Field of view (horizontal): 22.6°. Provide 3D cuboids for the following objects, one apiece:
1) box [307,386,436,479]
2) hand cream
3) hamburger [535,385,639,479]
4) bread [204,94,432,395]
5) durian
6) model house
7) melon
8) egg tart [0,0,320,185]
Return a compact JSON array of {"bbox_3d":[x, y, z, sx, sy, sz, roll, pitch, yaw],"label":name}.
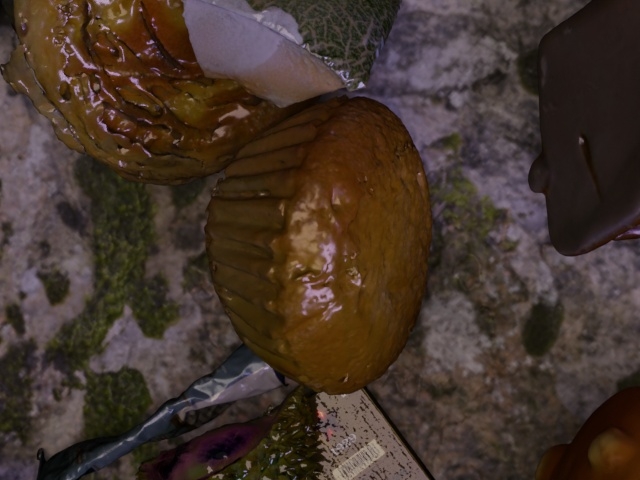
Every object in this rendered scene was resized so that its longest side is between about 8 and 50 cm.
[{"bbox_3d":[0.029,0.185,1.350,0.090,0.023,0.133,-38,89,7],"label":"box"},{"bbox_3d":[-0.136,0.145,1.346,0.248,0.075,0.052,-26,86,6],"label":"hand cream"},{"bbox_3d":[0.254,0.312,1.160,0.278,0.396,0.395,17,97,4],"label":"hamburger"},{"bbox_3d":[0.003,-0.001,1.237,0.139,0.240,0.239,11,96,21],"label":"bread"},{"bbox_3d":[-0.080,0.215,1.310,0.187,0.108,0.119,-26,92,19],"label":"durian"},{"bbox_3d":[0.295,-0.104,1.214,0.229,0.220,0.199,-5,84,-36],"label":"model house"},{"bbox_3d":[-0.004,-0.151,1.221,0.139,0.203,0.093,49,137,39],"label":"melon"},{"bbox_3d":[-0.126,-0.189,1.272,0.297,0.132,0.297,-12,120,-21],"label":"egg tart"}]
